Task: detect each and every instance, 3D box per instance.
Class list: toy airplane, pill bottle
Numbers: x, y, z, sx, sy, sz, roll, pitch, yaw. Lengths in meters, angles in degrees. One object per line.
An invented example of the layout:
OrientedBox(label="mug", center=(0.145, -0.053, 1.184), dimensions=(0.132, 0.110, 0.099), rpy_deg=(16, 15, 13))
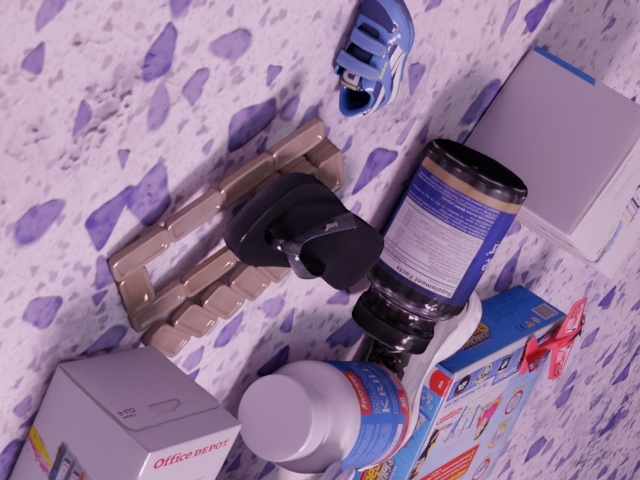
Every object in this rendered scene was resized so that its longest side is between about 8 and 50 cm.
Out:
OrientedBox(label="toy airplane", center=(0.317, 0.143, 1.988), dimensions=(0.151, 0.028, 0.151), rpy_deg=(-39, 148, -30))
OrientedBox(label="pill bottle", center=(0.004, 0.193, 1.602), dimensions=(0.124, 0.124, 0.221), rpy_deg=(-60, 155, 10))
OrientedBox(label="pill bottle", center=(0.123, 0.009, 1.589), dimensions=(0.123, 0.123, 0.219), rpy_deg=(-1, 122, -59))

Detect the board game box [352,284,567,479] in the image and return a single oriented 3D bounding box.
OrientedBox(label="board game box", center=(0.178, 0.237, 1.997), dimensions=(0.308, 0.086, 0.302), rpy_deg=(-18, 136, -51))

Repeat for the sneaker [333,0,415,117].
OrientedBox(label="sneaker", center=(0.046, -0.169, 1.327), dimensions=(0.059, 0.053, 0.144), rpy_deg=(-35, 147, -31))

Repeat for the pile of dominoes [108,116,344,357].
OrientedBox(label="pile of dominoes", center=(-0.085, -0.005, 1.343), dimensions=(0.251, 0.040, 0.196), rpy_deg=(-35, 150, -19))

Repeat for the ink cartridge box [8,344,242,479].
OrientedBox(label="ink cartridge box", center=(-0.180, 0.203, 1.291), dimensions=(0.128, 0.127, 0.176), rpy_deg=(-8, 131, -55))

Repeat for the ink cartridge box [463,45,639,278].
OrientedBox(label="ink cartridge box", center=(0.298, -0.087, 1.717), dimensions=(0.168, 0.171, 0.232), rpy_deg=(-56, 155, 1))

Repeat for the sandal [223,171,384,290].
OrientedBox(label="sandal", center=(0.001, -0.001, 1.363), dimensions=(0.097, 0.054, 0.254), rpy_deg=(-53, 152, 11))

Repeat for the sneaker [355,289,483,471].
OrientedBox(label="sneaker", center=(0.086, 0.149, 1.742), dimensions=(0.271, 0.100, 0.108), rpy_deg=(-58, 145, -7))

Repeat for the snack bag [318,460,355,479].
OrientedBox(label="snack bag", center=(-0.093, 0.417, 1.572), dimensions=(0.342, 0.037, 0.323), rpy_deg=(-49, 171, -29))
